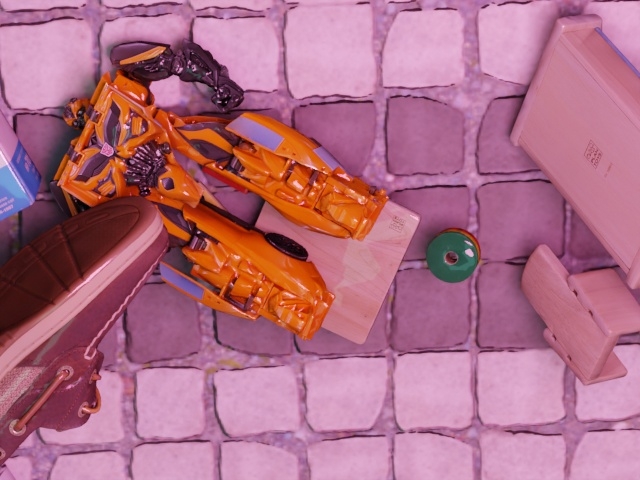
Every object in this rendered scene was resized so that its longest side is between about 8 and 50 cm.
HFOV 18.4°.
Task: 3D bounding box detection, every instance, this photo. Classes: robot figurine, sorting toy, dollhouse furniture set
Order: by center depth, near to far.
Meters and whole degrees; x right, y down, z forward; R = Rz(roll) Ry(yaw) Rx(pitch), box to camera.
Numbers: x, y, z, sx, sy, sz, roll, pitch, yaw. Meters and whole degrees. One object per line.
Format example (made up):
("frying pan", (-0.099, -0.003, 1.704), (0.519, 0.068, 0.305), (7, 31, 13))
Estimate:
("robot figurine", (-0.100, -0.046, 1.712), (0.291, 0.085, 0.211), (29, 107, 5))
("dollhouse furniture set", (0.346, -0.061, 1.756), (0.303, 0.198, 0.286), (-10, 138, -30))
("sorting toy", (0.000, 0.000, 1.769), (0.274, 0.046, 0.132), (25, 107, 6))

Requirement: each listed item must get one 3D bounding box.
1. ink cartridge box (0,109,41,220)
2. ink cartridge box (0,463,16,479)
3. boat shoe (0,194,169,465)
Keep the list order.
("ink cartridge box", (-0.352, -0.092, 1.719), (0.139, 0.082, 0.191), (-26, 107, 8))
("ink cartridge box", (-0.439, 0.265, 1.803), (0.285, 0.166, 0.395), (-28, 108, 8))
("boat shoe", (-0.243, 0.109, 1.666), (0.342, 0.123, 0.123), (-46, 122, -4))
